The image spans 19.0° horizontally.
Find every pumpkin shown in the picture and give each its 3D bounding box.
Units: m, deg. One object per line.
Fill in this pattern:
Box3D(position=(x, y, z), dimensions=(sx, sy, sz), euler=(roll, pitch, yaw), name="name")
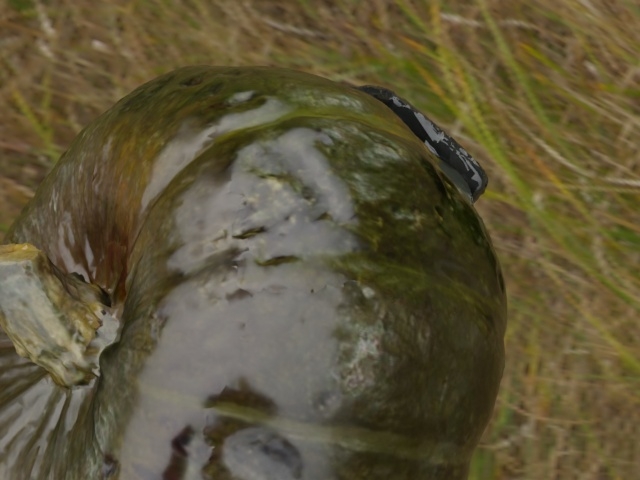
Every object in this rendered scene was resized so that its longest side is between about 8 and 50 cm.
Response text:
Box3D(position=(-0.053, 0.047, 0.746), dimensions=(0.260, 0.189, 0.260), euler=(-23, 58, 42), name="pumpkin")

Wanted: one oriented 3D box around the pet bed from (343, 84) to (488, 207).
Box3D(position=(0.000, 0.000, 1.407), dimensions=(0.211, 0.183, 0.159), euler=(-47, 34, 40), name="pet bed")
